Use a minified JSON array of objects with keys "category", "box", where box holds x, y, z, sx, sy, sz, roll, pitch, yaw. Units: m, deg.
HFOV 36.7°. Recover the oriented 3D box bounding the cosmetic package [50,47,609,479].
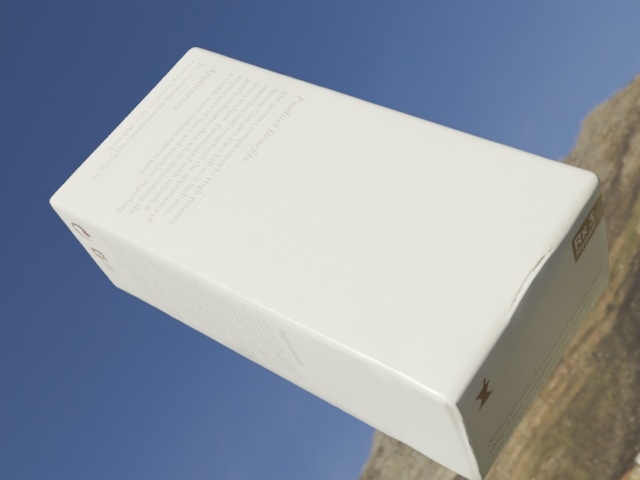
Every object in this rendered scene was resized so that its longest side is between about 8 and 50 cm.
[{"category":"cosmetic package","box":[0.000,0.000,0.442,0.117,0.231,0.085,-52,-35,-20]}]
